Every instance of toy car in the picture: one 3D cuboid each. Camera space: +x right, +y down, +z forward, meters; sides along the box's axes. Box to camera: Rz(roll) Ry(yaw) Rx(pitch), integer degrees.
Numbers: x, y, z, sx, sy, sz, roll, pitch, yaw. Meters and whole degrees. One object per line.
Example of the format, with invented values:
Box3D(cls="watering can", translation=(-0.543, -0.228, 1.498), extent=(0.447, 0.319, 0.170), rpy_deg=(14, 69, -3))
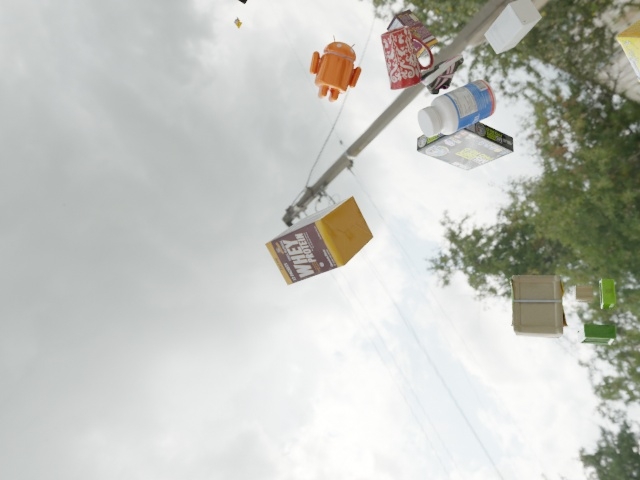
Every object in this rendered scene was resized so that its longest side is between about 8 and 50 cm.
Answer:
Box3D(cls="toy car", translation=(-0.258, -0.711, 1.459), extent=(0.060, 0.122, 0.041), rpy_deg=(-17, -120, -43))

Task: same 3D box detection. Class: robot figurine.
Box3D(cls="robot figurine", translation=(0.052, -0.614, 1.730), extent=(0.158, 0.220, 0.128), rpy_deg=(21, -172, 24))

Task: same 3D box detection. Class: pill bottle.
Box3D(cls="pill bottle", translation=(0.419, -0.403, 1.493), extent=(0.221, 0.124, 0.124), rpy_deg=(-24, -106, -8))

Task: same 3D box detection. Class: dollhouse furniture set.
Box3D(cls="dollhouse furniture set", translation=(0.780, 0.224, 1.566), extent=(0.151, 0.301, 0.198), rpy_deg=(37, -124, -61))

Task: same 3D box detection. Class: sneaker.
Box3D(cls="sneaker", translation=(0.388, -0.516, 1.514), extent=(0.178, 0.072, 0.077), rpy_deg=(-38, -69, -19))

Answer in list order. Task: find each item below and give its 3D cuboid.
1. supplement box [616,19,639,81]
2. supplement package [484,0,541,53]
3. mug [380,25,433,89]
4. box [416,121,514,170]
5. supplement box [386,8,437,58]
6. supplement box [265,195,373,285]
Box3D(cls="supplement box", translation=(1.208, -0.693, 1.551), extent=(0.194, 0.356, 0.195), rpy_deg=(49, -163, -16))
Box3D(cls="supplement package", translation=(0.757, -0.847, 1.903), extent=(0.105, 0.179, 0.105), rpy_deg=(-26, -97, -18))
Box3D(cls="mug", translation=(0.267, -0.588, 1.534), extent=(0.150, 0.113, 0.169), rpy_deg=(-34, -61, -24))
Box3D(cls="box", translation=(0.516, -0.343, 1.720), extent=(0.270, 0.216, 0.060), rpy_deg=(14, -109, -30))
Box3D(cls="supplement box", translation=(0.381, -0.858, 2.008), extent=(0.104, 0.081, 0.188), rpy_deg=(-37, -95, -32))
Box3D(cls="supplement box", translation=(0.000, 0.000, 1.273), extent=(0.191, 0.194, 0.129), rpy_deg=(-39, -77, -53))
